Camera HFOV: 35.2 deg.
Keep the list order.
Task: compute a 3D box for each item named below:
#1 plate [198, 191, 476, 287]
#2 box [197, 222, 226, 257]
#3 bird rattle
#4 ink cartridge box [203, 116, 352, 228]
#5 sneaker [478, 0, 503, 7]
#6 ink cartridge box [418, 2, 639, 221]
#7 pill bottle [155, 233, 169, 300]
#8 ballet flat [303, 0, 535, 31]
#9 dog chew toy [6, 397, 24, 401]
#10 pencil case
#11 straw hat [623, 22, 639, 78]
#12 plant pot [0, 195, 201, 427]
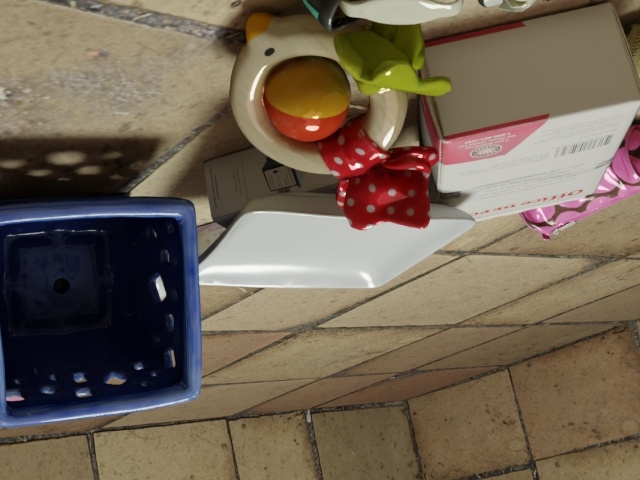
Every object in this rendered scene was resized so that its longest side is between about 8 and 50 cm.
[{"bbox_3d":[0.000,0.000,1.196,0.278,0.045,0.277,2,160,-22],"label":"plate"},{"bbox_3d":[-0.175,0.022,1.424,0.324,0.063,0.067,-15,164,11],"label":"box"},{"bbox_3d":[0.020,-0.126,0.934,0.207,0.143,0.253,13,142,3],"label":"bird rattle"},{"bbox_3d":[-0.023,-0.066,1.211,0.191,0.082,0.140,-17,162,15],"label":"ink cartridge box"},{"bbox_3d":[0.191,-0.230,0.897,0.109,0.043,0.040,-19,164,28],"label":"sneaker"},{"bbox_3d":[0.216,-0.126,1.121,0.207,0.117,0.283,-12,163,1],"label":"ink cartridge box"},{"bbox_3d":[-0.286,0.051,1.342,0.216,0.121,0.121,-12,163,1],"label":"pill bottle"},{"bbox_3d":[0.118,-0.219,0.784,0.281,0.096,0.095,-14,156,5],"label":"ballet flat"},{"bbox_3d":[-0.494,0.133,1.359,0.207,0.206,0.331,-8,155,-12],"label":"dog chew toy"},{"bbox_3d":[0.378,-0.080,1.419,0.095,0.098,0.209,3,157,-40],"label":"pencil case"},{"bbox_3d":[0.341,-0.197,1.065,0.061,0.144,0.144,24,172,17],"label":"straw hat"},{"bbox_3d":[-0.282,0.061,1.145,0.236,0.235,0.212,-5,-170,-28],"label":"plant pot"}]
